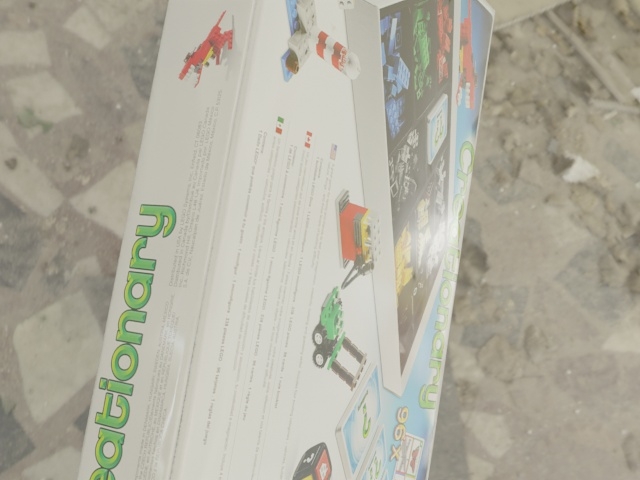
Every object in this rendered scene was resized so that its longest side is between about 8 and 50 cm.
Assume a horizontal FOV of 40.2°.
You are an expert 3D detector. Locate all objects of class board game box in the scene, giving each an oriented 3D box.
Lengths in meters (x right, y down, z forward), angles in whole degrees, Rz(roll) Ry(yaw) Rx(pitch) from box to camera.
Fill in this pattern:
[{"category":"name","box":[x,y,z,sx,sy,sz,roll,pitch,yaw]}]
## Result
[{"category":"board game box","box":[0.000,0.000,0.399,0.193,0.053,0.306,20,77,-53]}]
